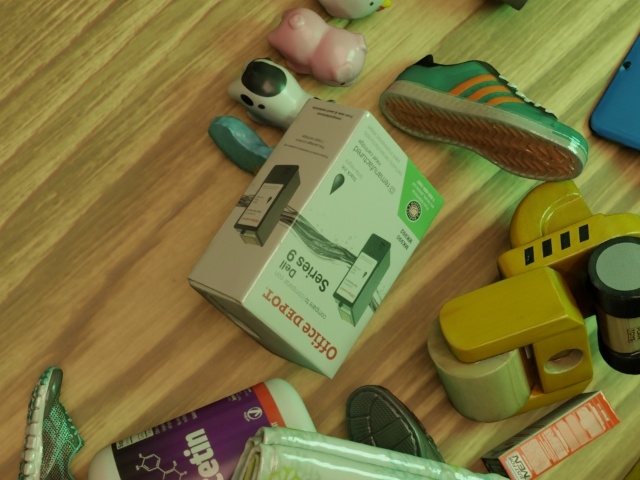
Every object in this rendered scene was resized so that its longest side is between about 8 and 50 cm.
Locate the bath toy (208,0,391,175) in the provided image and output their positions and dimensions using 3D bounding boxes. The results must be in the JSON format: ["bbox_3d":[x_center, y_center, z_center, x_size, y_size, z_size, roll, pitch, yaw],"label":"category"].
[{"bbox_3d":[-0.003,-0.246,1.513,0.151,0.129,0.348,38,76,-34],"label":"bath toy"}]

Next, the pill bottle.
[{"bbox_3d":[-0.156,0.306,1.362,0.323,0.181,0.181,-22,83,-11],"label":"pill bottle"}]

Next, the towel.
[{"bbox_3d":[0.028,0.395,1.310,0.374,0.090,0.320,17,107,-25],"label":"towel"}]

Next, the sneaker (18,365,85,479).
[{"bbox_3d":[-0.337,0.245,1.420,0.076,0.065,0.166,9,81,-22],"label":"sneaker"}]

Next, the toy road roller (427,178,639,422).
[{"bbox_3d":[0.288,0.068,1.456,0.329,0.202,0.240,-22,51,3],"label":"toy road roller"}]

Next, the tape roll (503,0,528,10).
[{"bbox_3d":[0.311,-0.427,1.539,0.072,0.219,0.219,34,77,0],"label":"tape roll"}]

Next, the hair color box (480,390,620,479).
[{"bbox_3d":[0.303,0.265,1.474,0.167,0.093,0.053,-29,84,-11],"label":"hair color box"}]

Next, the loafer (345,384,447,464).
[{"bbox_3d":[0.124,0.307,1.462,0.096,0.084,0.267,-35,81,19],"label":"loafer"}]

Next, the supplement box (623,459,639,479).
[{"bbox_3d":[0.529,0.337,1.438,0.194,0.195,0.356,43,77,2],"label":"supplement box"}]

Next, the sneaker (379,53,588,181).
[{"bbox_3d":[0.233,-0.180,1.496,0.302,0.108,0.121,24,63,27],"label":"sneaker"}]

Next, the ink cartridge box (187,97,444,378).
[{"bbox_3d":[0.000,0.000,1.420,0.211,0.121,0.289,44,74,-41],"label":"ink cartridge box"}]

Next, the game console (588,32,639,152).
[{"bbox_3d":[0.580,-0.201,1.631,0.250,0.173,0.293,40,76,-31],"label":"game console"}]
